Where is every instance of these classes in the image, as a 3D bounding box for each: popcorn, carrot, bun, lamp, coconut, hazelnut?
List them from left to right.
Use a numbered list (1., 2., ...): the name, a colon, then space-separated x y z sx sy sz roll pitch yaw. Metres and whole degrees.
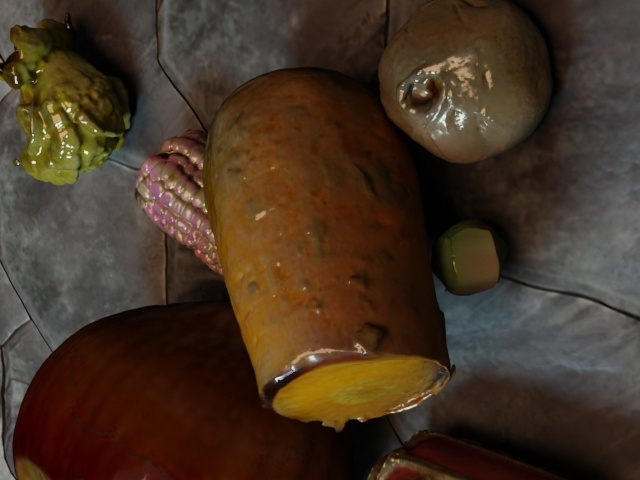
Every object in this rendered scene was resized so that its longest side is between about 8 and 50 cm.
1. popcorn: -0.335 -0.176 1.556 0.195 0.173 0.168 51 152 4
2. hazelnut: -0.150 0.247 1.421 0.409 0.359 0.359 32 123 33
3. carrot: 0.000 0.000 1.230 0.224 0.224 0.341 -34 56 42
4. bun: 0.129 -0.155 1.180 0.173 0.113 0.167 -18 92 40
5. coconut: 0.152 0.017 1.243 0.082 0.081 0.083 -125 24 -51
6. lamp: 0.172 0.303 1.266 0.274 0.177 0.177 16 114 38

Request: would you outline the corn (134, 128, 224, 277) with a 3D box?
1. corn: -0.078 0.001 1.406 0.335 0.126 0.127 40 126 21
